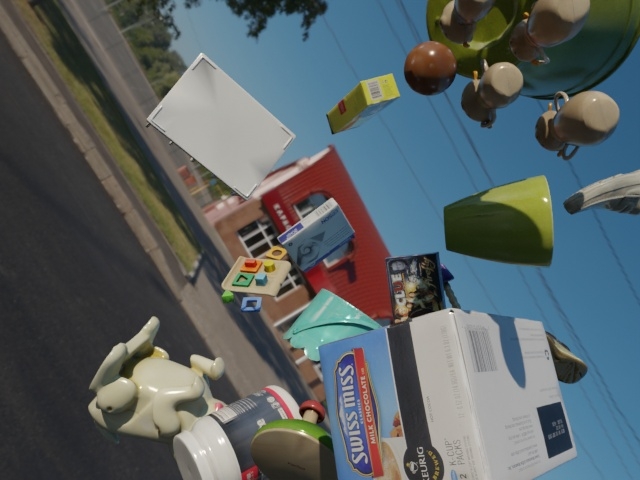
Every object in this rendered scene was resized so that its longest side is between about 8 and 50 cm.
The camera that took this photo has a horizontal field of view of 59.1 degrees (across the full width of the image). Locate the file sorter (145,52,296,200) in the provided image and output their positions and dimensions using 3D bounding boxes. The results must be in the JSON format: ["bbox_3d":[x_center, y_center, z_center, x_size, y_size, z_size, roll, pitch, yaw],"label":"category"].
[{"bbox_3d":[-0.242,-0.255,1.328,0.277,0.193,0.173,39,-10,-20],"label":"file sorter"}]

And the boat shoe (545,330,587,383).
[{"bbox_3d":[0.460,0.228,1.180,0.223,0.080,0.073,30,15,-20],"label":"boat shoe"}]

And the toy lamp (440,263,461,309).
[{"bbox_3d":[0.456,0.210,1.928,0.080,0.080,0.275,84,-18,-76],"label":"toy lamp"}]

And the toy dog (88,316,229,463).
[{"bbox_3d":[-0.415,0.477,1.544,0.408,0.395,0.284,33,7,2],"label":"toy dog"}]

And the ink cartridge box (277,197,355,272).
[{"bbox_3d":[0.000,0.000,1.845,0.045,0.223,0.224,52,-1,42],"label":"ink cartridge box"}]

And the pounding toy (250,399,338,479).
[{"bbox_3d":[-0.006,0.390,1.055,0.237,0.183,0.110,38,38,-6],"label":"pounding toy"}]

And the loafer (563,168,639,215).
[{"bbox_3d":[0.778,-0.114,1.432,0.112,0.319,0.112,99,-26,-82],"label":"loafer"}]

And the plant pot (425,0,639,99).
[{"bbox_3d":[0.397,-0.450,1.116,0.366,0.353,0.367,18,-63,39],"label":"plant pot"}]

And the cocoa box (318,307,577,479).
[{"bbox_3d":[0.199,0.248,0.855,0.347,0.228,0.232,13,62,-50],"label":"cocoa box"}]

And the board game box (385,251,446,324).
[{"bbox_3d":[0.297,0.165,1.739,0.042,0.165,0.243,-13,95,-64],"label":"board game box"}]

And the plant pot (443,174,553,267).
[{"bbox_3d":[0.524,-0.048,1.701,0.275,0.293,0.275,-3,90,-76],"label":"plant pot"}]

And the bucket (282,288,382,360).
[{"bbox_3d":[0.053,0.277,1.600,0.281,0.183,0.281,33,-7,5],"label":"bucket"}]

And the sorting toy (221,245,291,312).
[{"bbox_3d":[-0.218,0.110,1.931,0.348,0.196,0.047,-64,157,-50],"label":"sorting toy"}]

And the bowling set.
[{"bbox_3d":[0.180,-0.216,0.618,0.154,0.199,0.287,-63,141,-85],"label":"bowling set"}]

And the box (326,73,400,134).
[{"bbox_3d":[0.092,-0.312,1.311,0.058,0.087,0.232,71,-18,-2],"label":"box"}]

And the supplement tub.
[{"bbox_3d":[-0.182,0.475,1.318,0.191,0.272,0.191,29,-52,46],"label":"supplement tub"}]
